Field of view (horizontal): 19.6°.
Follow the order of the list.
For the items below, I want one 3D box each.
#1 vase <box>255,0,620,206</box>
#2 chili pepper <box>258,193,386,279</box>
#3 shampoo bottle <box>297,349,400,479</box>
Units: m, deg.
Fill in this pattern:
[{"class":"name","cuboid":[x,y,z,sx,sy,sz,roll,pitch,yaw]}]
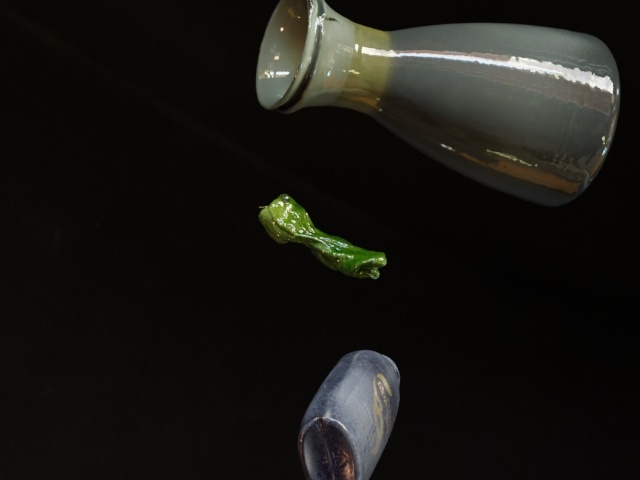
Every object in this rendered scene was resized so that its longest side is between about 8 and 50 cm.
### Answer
[{"class":"vase","cuboid":[0.107,-0.143,1.755,0.321,0.173,0.173,11,112,-21]},{"class":"chili pepper","cuboid":[0.000,0.001,1.137,0.091,0.030,0.034,30,140,19]},{"class":"shampoo bottle","cuboid":[0.028,0.145,1.534,0.049,0.234,0.087,-11,99,13]}]
